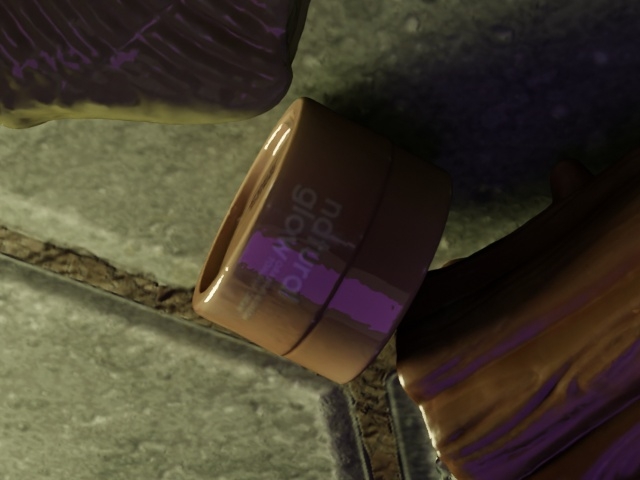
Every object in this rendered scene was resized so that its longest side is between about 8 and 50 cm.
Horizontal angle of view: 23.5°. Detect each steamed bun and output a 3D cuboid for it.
[{"bbox_3d":[-0.129,-0.208,0.772,0.289,0.203,0.276,14,122,-18],"label":"steamed bun"}]

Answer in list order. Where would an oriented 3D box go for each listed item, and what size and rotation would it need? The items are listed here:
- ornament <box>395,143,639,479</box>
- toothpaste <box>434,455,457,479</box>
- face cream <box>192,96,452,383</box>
[{"bbox_3d":[0.194,0.063,0.922,0.221,0.235,0.218,31,124,-34],"label":"ornament"},{"bbox_3d":[0.208,0.184,1.113,0.248,0.047,0.078,-1,126,14],"label":"toothpaste"},{"bbox_3d":[0.000,0.000,0.936,0.104,0.149,0.149,27,128,-10],"label":"face cream"}]
